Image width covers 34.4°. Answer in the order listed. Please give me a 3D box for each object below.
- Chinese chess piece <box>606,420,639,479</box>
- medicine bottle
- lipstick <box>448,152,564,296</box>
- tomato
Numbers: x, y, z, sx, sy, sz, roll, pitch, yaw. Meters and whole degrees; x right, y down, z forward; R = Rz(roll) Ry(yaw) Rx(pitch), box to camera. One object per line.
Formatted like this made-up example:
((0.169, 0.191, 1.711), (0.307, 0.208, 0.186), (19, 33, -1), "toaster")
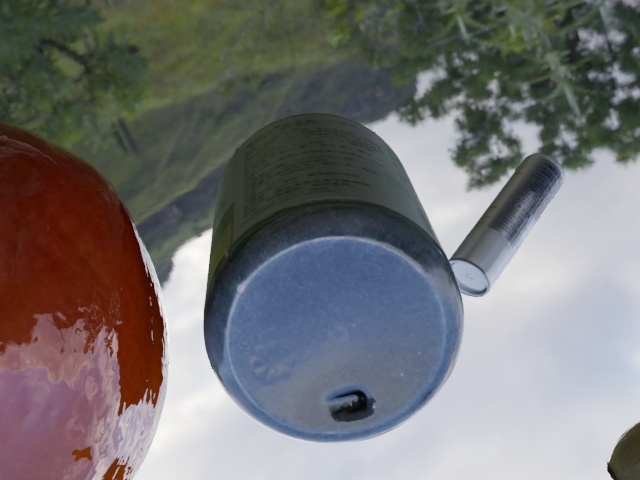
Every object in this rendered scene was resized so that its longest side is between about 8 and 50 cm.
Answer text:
((0.516, 0.361, 1.433), (0.104, 0.257, 0.257), (-46, -165, 11), "Chinese chess piece")
((0.000, 0.000, 0.671), (0.141, 0.141, 0.293), (-21, -159, 5), "medicine bottle")
((0.147, -0.015, 0.811), (0.040, 0.040, 0.141), (-3, -144, 47), "lipstick")
((-0.184, 0.031, 0.487), (0.260, 0.260, 0.179), (2, -107, 53), "tomato")
